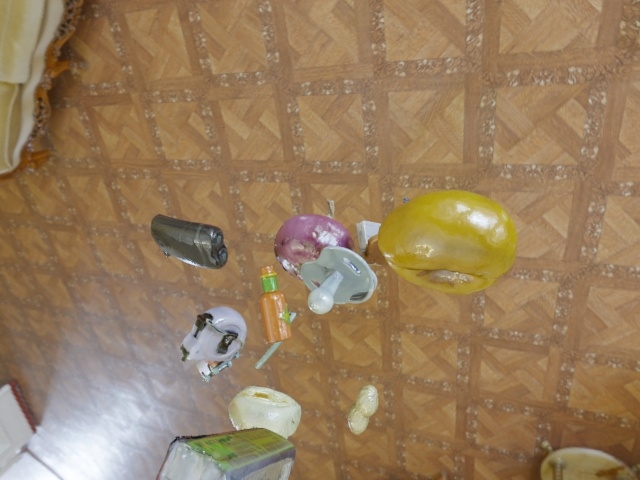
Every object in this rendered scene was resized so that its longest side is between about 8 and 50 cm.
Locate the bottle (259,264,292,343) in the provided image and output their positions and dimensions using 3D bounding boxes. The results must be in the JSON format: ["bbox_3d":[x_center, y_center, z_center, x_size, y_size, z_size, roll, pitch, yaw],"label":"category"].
[{"bbox_3d":[-0.116,0.154,1.114,0.069,0.069,0.187,-15,84,33],"label":"bottle"}]

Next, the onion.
[{"bbox_3d":[-0.007,0.036,1.953,0.358,0.345,0.358,24,129,34],"label":"onion"}]

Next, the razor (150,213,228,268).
[{"bbox_3d":[-0.532,0.006,1.831,0.348,0.113,0.204,11,132,26],"label":"razor"}]

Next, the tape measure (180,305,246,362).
[{"bbox_3d":[-0.319,0.297,1.422,0.105,0.196,0.178,30,102,44],"label":"tape measure"}]

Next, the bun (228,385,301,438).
[{"bbox_3d":[-0.184,0.587,1.515,0.243,0.244,0.153,15,93,18],"label":"bun"}]

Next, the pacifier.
[{"bbox_3d":[0.042,0.160,1.528,0.244,0.233,0.299,45,138,-5],"label":"pacifier"}]

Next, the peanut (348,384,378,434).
[{"bbox_3d":[0.143,0.575,1.544,0.082,0.082,0.187,27,108,9],"label":"peanut"}]

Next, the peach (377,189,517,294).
[{"bbox_3d":[0.161,0.005,0.592,0.179,0.103,0.179,8,156,4],"label":"peach"}]

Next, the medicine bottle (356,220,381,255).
[{"bbox_3d":[0.228,0.018,1.789,0.052,0.201,0.171,-21,69,43],"label":"medicine bottle"}]

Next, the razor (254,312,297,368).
[{"bbox_3d":[-0.127,0.289,1.247,0.036,0.084,0.211,34,121,4],"label":"razor"}]

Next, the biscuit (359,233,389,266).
[{"bbox_3d":[0.223,0.033,1.522,0.183,0.280,0.043,-21,66,15],"label":"biscuit"}]

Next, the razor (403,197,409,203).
[{"bbox_3d":[0.310,-0.034,1.543,0.324,0.056,0.093,78,170,-65],"label":"razor"}]

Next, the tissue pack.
[{"bbox_3d":[-0.177,0.471,0.752,0.124,0.288,0.394,20,166,17],"label":"tissue pack"}]

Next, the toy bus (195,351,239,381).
[{"bbox_3d":[-0.390,0.432,1.684,0.120,0.121,0.265,54,149,9],"label":"toy bus"}]
